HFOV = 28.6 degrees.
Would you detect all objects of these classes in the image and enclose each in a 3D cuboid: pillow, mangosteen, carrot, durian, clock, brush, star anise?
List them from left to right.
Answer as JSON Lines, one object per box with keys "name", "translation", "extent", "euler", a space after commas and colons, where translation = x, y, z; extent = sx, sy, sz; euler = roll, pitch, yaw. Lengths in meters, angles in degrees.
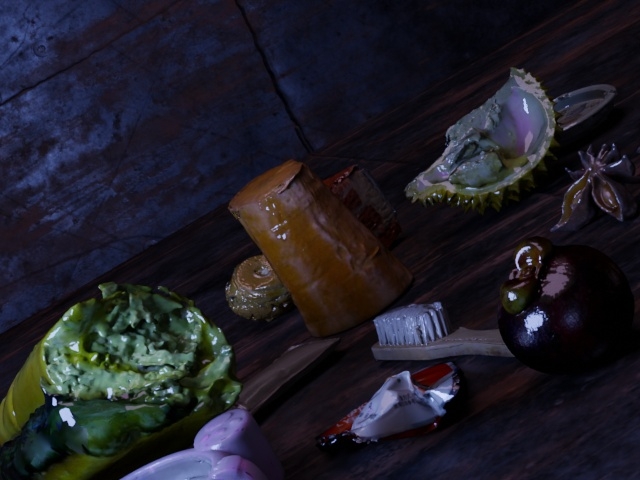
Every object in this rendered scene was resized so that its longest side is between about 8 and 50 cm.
{"name": "clock", "translation": [-0.180, 0.326, 1.319], "extent": [0.296, 0.113, 0.322], "euler": [-28, 13, 6]}
{"name": "pillow", "translation": [-0.075, 0.202, 1.771], "extent": [0.233, 0.038, 0.131], "euler": [-36, 10, -31]}
{"name": "carrot", "translation": [0.000, 0.000, 1.934], "extent": [0.196, 0.254, 0.196], "euler": [-32, 13, 8]}
{"name": "brush", "translation": [0.164, 0.109, 1.535], "extent": [0.070, 0.065, 0.327], "euler": [-23, 9, -31]}
{"name": "durian", "translation": [0.284, -0.140, 2.061], "extent": [0.306, 0.166, 0.172], "euler": [-40, 11, -6]}
{"name": "mangosteen", "translation": [0.252, 0.064, 1.322], "extent": [0.152, 0.152, 0.152], "euler": [-28, 12, 6]}
{"name": "clock", "translation": [0.432, -0.207, 2.264], "extent": [0.236, 0.053, 0.236], "euler": [-29, 14, 8]}
{"name": "star anise", "translation": [0.435, -0.075, 1.797], "extent": [0.227, 0.218, 0.148], "euler": [10, -51, -35]}

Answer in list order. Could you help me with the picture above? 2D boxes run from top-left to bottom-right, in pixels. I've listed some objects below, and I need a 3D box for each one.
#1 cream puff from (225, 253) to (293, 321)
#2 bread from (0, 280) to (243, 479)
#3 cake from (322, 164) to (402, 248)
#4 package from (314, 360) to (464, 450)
{"name": "cream puff", "translation": [-0.097, 0.085, 2.153], "extent": [0.119, 0.104, 0.133], "euler": [25, 56, 35]}
{"name": "bread", "translation": [-0.270, 0.206, 1.577], "extent": [0.251, 0.208, 0.376], "euler": [-10, -23, -30]}
{"name": "cake", "translation": [-0.008, 0.004, 2.166], "extent": [0.160, 0.158, 0.262], "euler": [-23, 14, 48]}
{"name": "package", "translation": [0.084, 0.189, 1.406], "extent": [0.194, 0.071, 0.269], "euler": [-20, -8, -5]}
